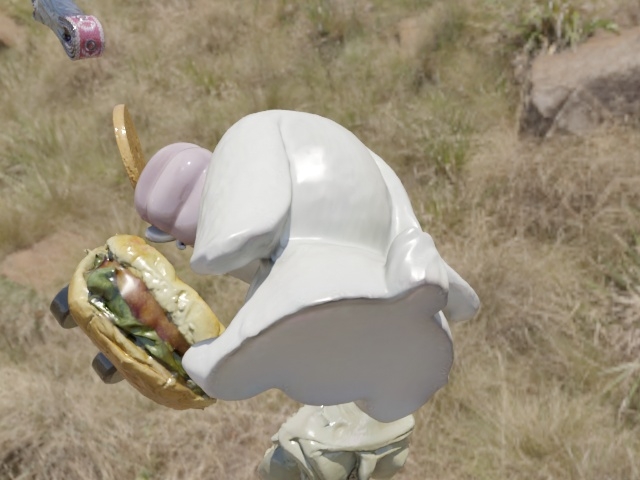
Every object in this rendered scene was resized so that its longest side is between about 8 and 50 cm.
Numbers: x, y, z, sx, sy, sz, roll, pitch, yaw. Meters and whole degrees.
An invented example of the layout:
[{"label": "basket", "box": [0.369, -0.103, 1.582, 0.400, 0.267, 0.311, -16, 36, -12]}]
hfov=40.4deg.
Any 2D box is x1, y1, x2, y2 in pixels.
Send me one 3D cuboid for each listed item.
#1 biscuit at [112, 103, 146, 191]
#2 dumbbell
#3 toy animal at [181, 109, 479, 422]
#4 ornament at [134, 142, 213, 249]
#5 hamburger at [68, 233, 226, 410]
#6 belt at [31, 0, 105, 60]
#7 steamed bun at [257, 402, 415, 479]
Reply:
[{"label": "biscuit", "box": [-0.389, -0.178, 1.789, 0.028, 0.221, 0.142, -16, -3, 0]}, {"label": "dumbbell", "box": [-0.470, 0.187, 1.899, 0.152, 0.152, 0.218, -35, 76, -28]}, {"label": "toy animal", "box": [0.000, 0.000, 0.758, 0.271, 0.206, 0.265, 16, 40, -30]}, {"label": "ornament", "box": [-0.194, -0.055, 1.312, 0.177, 0.178, 0.177, -8, 36, 6]}, {"label": "hamburger", "box": [-0.277, 0.104, 1.303, 0.162, 0.209, 0.330, -41, 66, -13]}, {"label": "belt", "box": [-0.391, -0.340, 1.321, 0.053, 0.071, 0.232, -11, 43, -31]}, {"label": "steamed bun", "box": [0.053, 0.418, 1.778, 0.324, 0.310, 0.219, -31, 69, -36]}]
